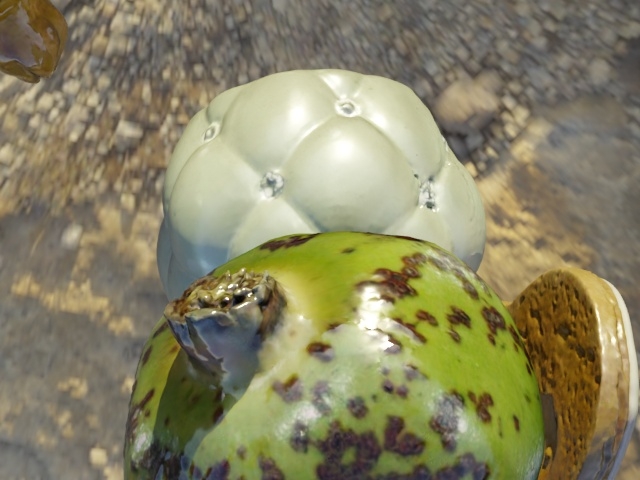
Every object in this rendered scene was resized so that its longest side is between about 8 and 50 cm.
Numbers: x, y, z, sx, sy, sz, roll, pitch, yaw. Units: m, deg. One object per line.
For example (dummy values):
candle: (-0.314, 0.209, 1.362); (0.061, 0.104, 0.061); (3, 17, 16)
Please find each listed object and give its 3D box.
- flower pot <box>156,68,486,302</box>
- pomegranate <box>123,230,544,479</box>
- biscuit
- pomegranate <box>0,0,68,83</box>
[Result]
flower pot: (0.000, 0.000, 1.301); (0.246, 0.246, 0.195); (-1, 67, -4)
pomegranate: (0.000, 0.104, 1.042); (0.254, 0.254, 0.270); (-28, 131, 3)
biscuit: (0.150, 0.110, 1.155); (0.049, 0.208, 0.181); (9, 67, -19)
pomegranate: (-0.289, -0.280, 1.186); (0.410, 0.410, 0.410); (-1, 105, -4)
